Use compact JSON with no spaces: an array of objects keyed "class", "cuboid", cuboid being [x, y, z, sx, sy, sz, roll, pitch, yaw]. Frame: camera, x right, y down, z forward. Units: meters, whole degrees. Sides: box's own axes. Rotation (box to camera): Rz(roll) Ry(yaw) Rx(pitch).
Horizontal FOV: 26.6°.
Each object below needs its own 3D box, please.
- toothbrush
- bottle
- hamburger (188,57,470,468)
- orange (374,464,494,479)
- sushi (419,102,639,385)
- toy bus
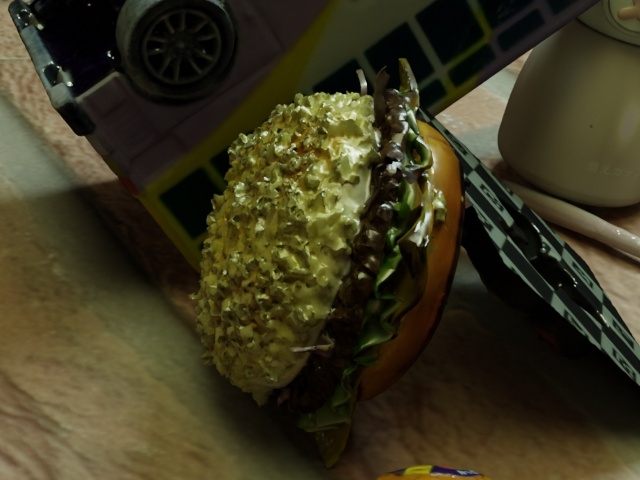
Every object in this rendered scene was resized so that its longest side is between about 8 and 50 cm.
[{"class":"toothbrush","cuboid":[0.254,0.006,1.113,0.307,0.029,0.025,27,28,34]},{"class":"bottle","cuboid":[0.252,-0.160,1.153,0.147,0.236,0.147,12,29,-7]},{"class":"hamburger","cuboid":[0.000,0.000,0.892,0.139,0.261,0.243,18,34,-15]},{"class":"orange","cuboid":[0.065,0.199,0.667,0.177,0.155,0.177,31,6,-4]},{"class":"sushi","cuboid":[0.147,0.030,0.966,0.231,0.047,0.219,39,18,-32]},{"class":"toy bus","cuboid":[0.011,-0.196,1.051,0.440,0.249,0.209,-35,37,-1]}]
